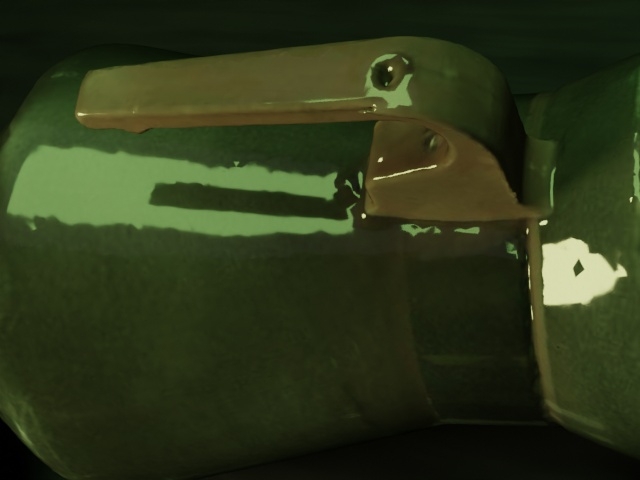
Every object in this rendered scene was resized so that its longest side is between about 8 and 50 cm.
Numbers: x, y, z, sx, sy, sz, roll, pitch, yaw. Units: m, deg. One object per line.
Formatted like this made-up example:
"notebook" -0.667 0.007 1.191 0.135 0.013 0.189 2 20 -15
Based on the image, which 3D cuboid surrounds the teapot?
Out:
"teapot" 0.000 0.000 0.557 0.344 0.300 0.253 -3 65 22
